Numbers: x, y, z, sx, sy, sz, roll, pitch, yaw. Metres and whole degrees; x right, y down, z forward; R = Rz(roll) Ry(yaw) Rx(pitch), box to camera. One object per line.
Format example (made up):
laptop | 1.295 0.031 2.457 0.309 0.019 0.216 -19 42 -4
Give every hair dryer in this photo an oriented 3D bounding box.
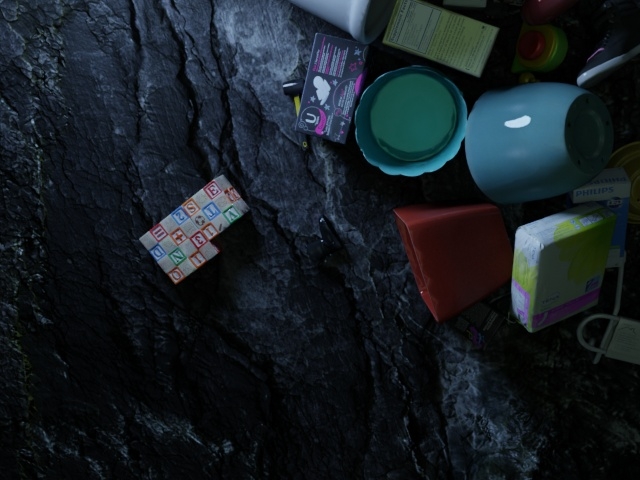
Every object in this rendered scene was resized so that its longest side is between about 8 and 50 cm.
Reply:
hair dryer | 0.506 -0.604 1.472 0.293 0.080 0.224 31 113 44

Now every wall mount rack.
wall mount rack | 0.859 0.205 1.699 0.350 0.130 0.304 14 111 6

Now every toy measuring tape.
toy measuring tape | 0.552 -0.524 1.550 0.121 0.121 0.330 15 107 6

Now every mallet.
mallet | -0.065 -0.341 1.757 0.062 0.039 0.190 0 109 10

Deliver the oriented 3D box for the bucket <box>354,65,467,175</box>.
bucket | 0.229 -0.305 1.635 0.281 0.183 0.281 2 105 9

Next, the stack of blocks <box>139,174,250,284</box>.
stack of blocks | -0.349 -0.030 1.862 0.297 0.087 0.171 -36 97 17

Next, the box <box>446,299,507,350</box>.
box | 0.418 0.210 1.790 0.162 0.029 0.116 37 110 27

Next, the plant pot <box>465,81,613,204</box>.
plant pot | 0.525 -0.232 1.504 0.293 0.235 0.293 -1 92 -34

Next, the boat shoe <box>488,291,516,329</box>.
boat shoe | 0.522 0.192 1.775 0.233 0.079 0.084 -33 99 18

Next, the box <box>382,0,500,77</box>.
box | 0.287 -0.488 1.557 0.243 0.213 0.117 21 107 3

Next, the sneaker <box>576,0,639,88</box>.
sneaker | 0.661 -0.466 1.507 0.295 0.104 0.147 -34 87 -25

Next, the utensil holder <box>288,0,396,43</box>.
utensil holder | 0.010 -0.687 1.483 0.385 0.327 0.328 29 108 7

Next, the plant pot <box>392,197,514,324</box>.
plant pot | 0.353 0.022 1.675 0.235 0.267 0.267 -19 101 3

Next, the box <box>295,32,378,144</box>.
box | 0.041 -0.389 1.655 0.142 0.163 0.247 17 107 9

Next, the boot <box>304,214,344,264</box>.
boot | 0.000 0.000 1.833 0.099 0.045 0.121 -29 99 19

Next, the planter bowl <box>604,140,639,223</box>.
planter bowl | 0.819 -0.137 1.625 0.217 0.090 0.217 3 106 10

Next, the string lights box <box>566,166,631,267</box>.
string lights box | 0.694 -0.049 1.630 0.133 0.077 0.260 -5 126 11

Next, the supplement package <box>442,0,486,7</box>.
supplement package | 0.354 -0.653 1.557 0.105 0.105 0.179 6 106 9

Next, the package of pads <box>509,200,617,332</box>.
package of pads | 0.577 0.067 1.571 0.229 0.101 0.297 -19 128 -15
